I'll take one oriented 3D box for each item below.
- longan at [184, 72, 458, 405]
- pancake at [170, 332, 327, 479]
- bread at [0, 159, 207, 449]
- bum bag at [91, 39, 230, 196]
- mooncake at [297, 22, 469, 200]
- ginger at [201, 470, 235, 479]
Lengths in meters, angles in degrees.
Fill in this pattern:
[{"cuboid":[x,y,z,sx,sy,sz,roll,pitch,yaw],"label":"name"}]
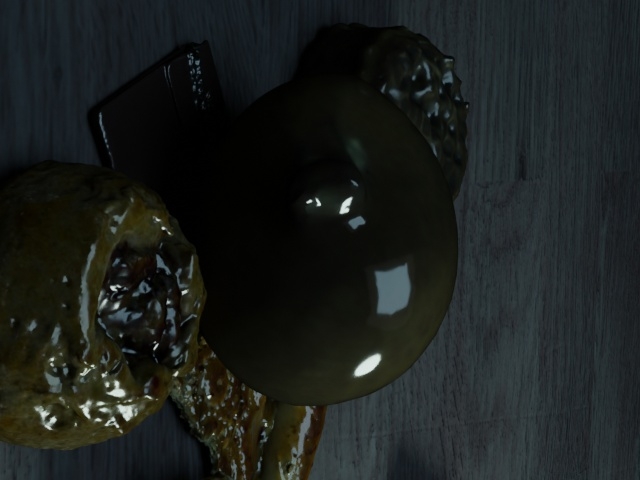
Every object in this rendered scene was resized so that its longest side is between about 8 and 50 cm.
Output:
[{"cuboid":[0.000,0.000,1.082,0.300,0.243,0.300,170,-90,-89],"label":"longan"},{"cuboid":[-0.070,0.172,1.183,0.244,0.057,0.266,36,64,-53],"label":"pancake"},{"cuboid":[-0.176,0.050,0.941,0.230,0.123,0.230,-7,99,-55],"label":"bread"},{"cuboid":[-0.133,-0.098,1.079,0.159,0.026,0.109,-46,132,-45],"label":"bum bag"},{"cuboid":[0.069,-0.118,1.309,0.228,0.124,0.228,-8,100,-56],"label":"mooncake"},{"cuboid":[-0.094,0.323,1.114,0.270,0.123,0.219,51,51,-62],"label":"ginger"}]
